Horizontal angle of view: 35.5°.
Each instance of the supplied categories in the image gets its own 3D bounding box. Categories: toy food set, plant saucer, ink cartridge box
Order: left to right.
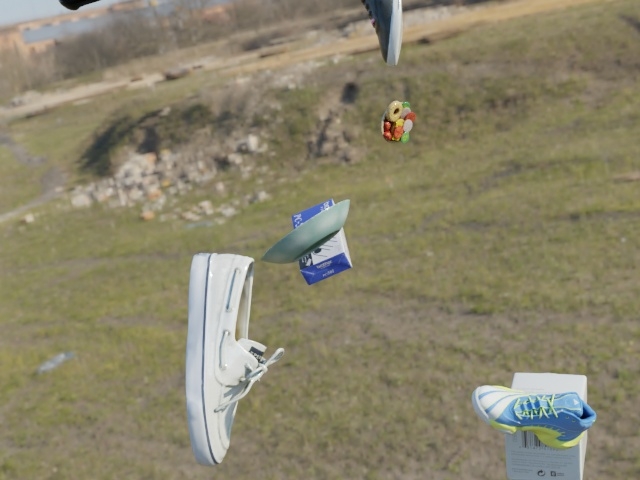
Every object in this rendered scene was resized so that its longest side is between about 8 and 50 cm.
[{"bbox_3d":[-0.018,-0.004,1.805,0.195,0.037,0.195,-33,-5,-4],"label":"plant saucer"},{"bbox_3d":[0.000,0.000,2.046,0.097,0.046,0.207,-23,32,7],"label":"ink cartridge box"},{"bbox_3d":[0.148,-0.226,1.910,0.082,0.083,0.020,2,16,-44],"label":"toy food set"}]

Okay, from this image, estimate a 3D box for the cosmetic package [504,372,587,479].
[{"bbox_3d":[0.462,0.379,2.037,0.151,0.151,0.184,1,21,19],"label":"cosmetic package"}]

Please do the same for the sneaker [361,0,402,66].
[{"bbox_3d":[0.081,-0.474,1.902,0.146,0.296,0.104,-4,0,4],"label":"sneaker"}]

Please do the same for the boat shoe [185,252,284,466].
[{"bbox_3d":[-0.143,0.203,1.724,0.156,0.367,0.136,-1,-13,6],"label":"boat shoe"}]

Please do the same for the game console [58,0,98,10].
[{"bbox_3d":[-0.217,-0.416,1.481,0.361,0.044,0.213,-19,30,-1],"label":"game console"}]

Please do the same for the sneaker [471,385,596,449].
[{"bbox_3d":[0.395,0.297,1.804,0.240,0.126,0.091,21,44,-24],"label":"sneaker"}]
